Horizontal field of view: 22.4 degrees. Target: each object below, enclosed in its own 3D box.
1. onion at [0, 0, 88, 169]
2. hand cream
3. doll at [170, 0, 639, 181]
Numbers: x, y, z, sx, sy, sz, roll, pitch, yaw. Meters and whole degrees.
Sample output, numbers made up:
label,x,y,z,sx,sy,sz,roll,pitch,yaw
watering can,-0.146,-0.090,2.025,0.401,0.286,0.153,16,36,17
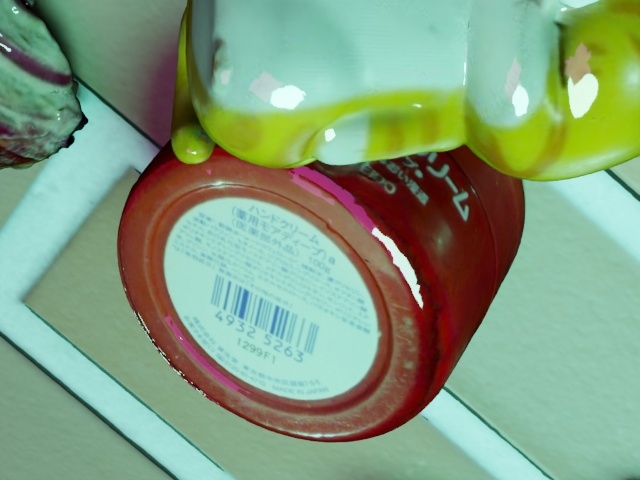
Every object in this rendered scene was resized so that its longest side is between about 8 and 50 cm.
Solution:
label,x,y,z,sx,sy,sz,roll,pitch,yaw
onion,-0.315,-0.149,1.046,0.280,0.146,0.314,-5,125,36
hand cream,0.000,0.000,0.981,0.230,0.149,0.230,17,132,19
doll,0.056,-0.108,0.798,0.270,0.162,0.166,6,94,2
